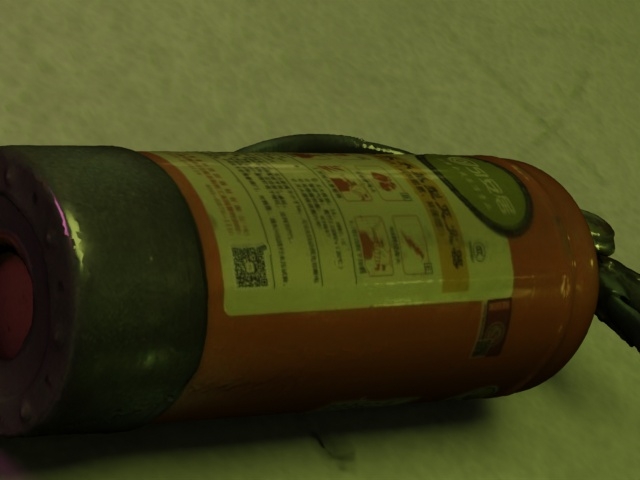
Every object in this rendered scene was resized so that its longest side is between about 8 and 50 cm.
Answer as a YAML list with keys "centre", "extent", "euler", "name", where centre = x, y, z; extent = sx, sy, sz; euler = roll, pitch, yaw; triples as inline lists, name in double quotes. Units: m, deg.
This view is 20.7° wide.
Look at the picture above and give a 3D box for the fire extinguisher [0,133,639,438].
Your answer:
- centre: [0.006, -0.006, 0.790]
  extent: [0.376, 0.113, 0.200]
  euler: [1, 49, -40]
  name: "fire extinguisher"
